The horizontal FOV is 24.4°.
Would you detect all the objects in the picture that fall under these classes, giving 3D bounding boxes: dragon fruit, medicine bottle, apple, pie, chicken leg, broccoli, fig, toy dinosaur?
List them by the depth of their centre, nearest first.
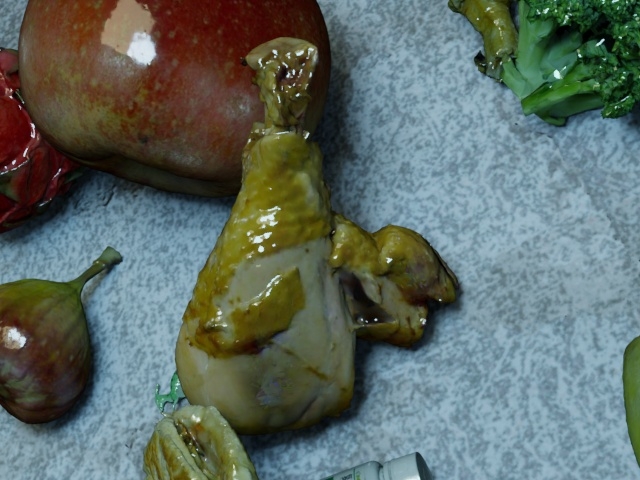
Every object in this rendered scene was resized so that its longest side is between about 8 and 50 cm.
[{"bbox_3d":[0.045,0.257,1.429,0.130,0.080,0.080,-23,56,12],"label":"medicine bottle"},{"bbox_3d":[-0.107,0.261,1.454,0.084,0.179,0.205,-21,50,-24],"label":"pie"},{"bbox_3d":[0.000,0.000,1.486,0.295,0.409,0.182,-1,16,-9],"label":"chicken leg"},{"bbox_3d":[0.289,-0.245,1.507,0.275,0.308,0.308,-44,51,27],"label":"broccoli"},{"bbox_3d":[-0.156,-0.199,1.607,0.348,0.348,0.277,10,81,28],"label":"apple"},{"bbox_3d":[-0.156,0.149,1.616,0.062,0.021,0.083,-20,57,28],"label":"toy dinosaur"},{"bbox_3d":[0.176,-0.273,1.650,0.088,0.103,0.228,-14,61,-1],"label":"chicken leg"},{"bbox_3d":[-0.316,0.097,1.661,0.143,0.160,0.231,-41,16,29],"label":"fig"},{"bbox_3d":[-0.416,-0.120,1.735,0.293,0.234,0.234,9,63,-8],"label":"dragon fruit"}]

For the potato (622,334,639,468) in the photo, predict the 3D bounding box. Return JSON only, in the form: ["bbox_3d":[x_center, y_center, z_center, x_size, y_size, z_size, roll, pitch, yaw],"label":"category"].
[{"bbox_3d":[0.401,0.185,1.296,0.269,0.112,0.255,-12,60,20],"label":"potato"}]
